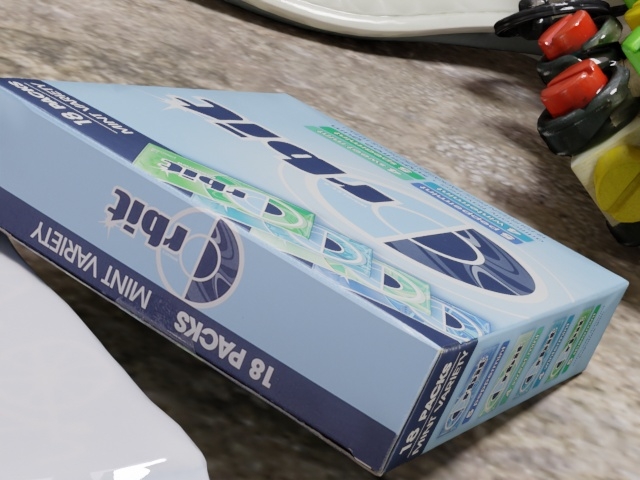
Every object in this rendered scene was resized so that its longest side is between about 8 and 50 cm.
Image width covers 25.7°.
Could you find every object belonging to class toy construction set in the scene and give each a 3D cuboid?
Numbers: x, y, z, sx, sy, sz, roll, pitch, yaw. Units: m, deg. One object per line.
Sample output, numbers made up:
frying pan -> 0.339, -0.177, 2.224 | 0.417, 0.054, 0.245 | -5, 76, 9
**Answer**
toy construction set -> 0.213, -0.086, 0.637 | 0.151, 0.215, 0.328 | 57, 19, 1

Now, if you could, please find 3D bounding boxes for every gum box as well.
gum box -> 0.000, 0.000, 0.447 | 0.157, 0.041, 0.184 | 31, 17, 22

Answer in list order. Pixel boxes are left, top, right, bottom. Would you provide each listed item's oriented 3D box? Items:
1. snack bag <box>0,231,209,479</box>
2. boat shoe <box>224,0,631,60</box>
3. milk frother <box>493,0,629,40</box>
snack bag -> -0.146, 0.062, 0.235 | 0.323, 0.037, 0.342 | 1, 27, -37
boat shoe -> 0.050, -0.159, 0.856 | 0.320, 0.116, 0.099 | 4, -17, -16
milk frother -> 0.157, -0.187, 0.778 | 0.143, 0.129, 0.134 | -9, 69, -18
